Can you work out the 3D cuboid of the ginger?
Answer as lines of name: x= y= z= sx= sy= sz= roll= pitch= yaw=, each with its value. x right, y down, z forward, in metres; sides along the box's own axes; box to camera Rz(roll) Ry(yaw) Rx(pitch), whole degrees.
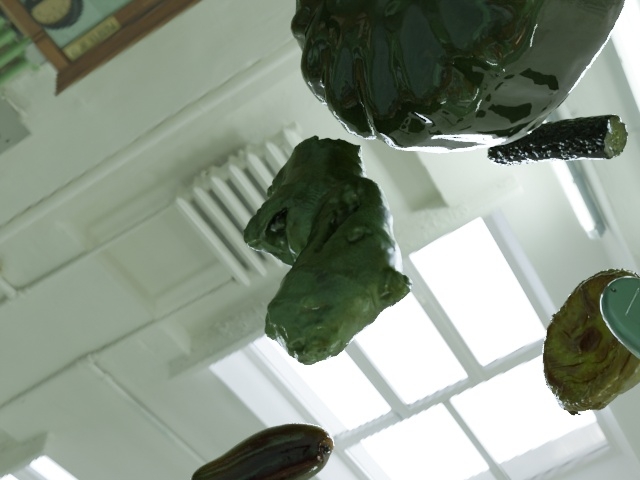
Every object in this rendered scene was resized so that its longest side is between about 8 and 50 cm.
ginger: x=0.001 y=-0.002 z=0.639 sx=0.137 sy=0.089 sz=0.290 roll=-9 pitch=-143 yaw=-9

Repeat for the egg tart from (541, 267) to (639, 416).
egg tart: x=0.542 y=0.198 z=1.336 sx=0.295 sy=0.116 sz=0.295 roll=-57 pitch=-162 yaw=30

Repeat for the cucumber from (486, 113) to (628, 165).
cucumber: x=0.375 y=-0.161 z=1.178 sx=0.072 sy=0.072 sz=0.300 roll=-48 pitch=-158 yaw=-19

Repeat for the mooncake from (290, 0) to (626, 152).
mooncake: x=0.118 y=-0.266 z=0.712 sx=0.194 sy=0.357 sz=0.356 roll=-4 pitch=-168 yaw=-33

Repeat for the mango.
mango: x=-0.102 y=0.407 z=1.275 sx=0.267 sy=0.111 sz=0.133 roll=-20 pitch=-145 yaw=-3

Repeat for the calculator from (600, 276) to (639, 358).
calculator: x=0.344 y=0.092 z=0.684 sx=0.153 sy=0.021 sz=0.095 roll=35 pitch=-126 yaw=14
